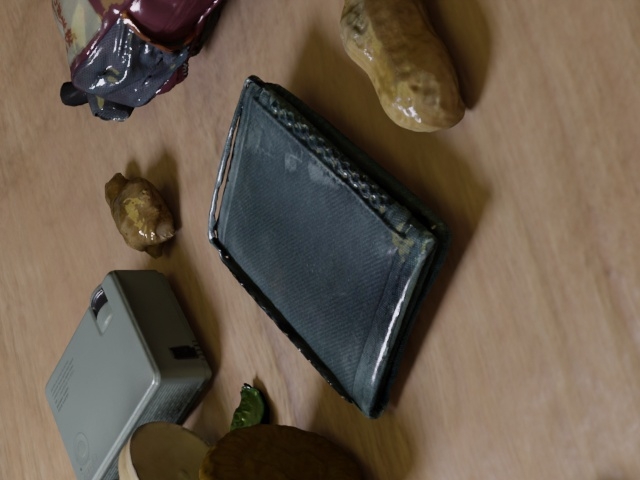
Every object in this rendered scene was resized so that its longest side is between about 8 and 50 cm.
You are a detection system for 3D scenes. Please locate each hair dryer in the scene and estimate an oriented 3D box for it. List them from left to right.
[{"bbox_3d":[-0.328,-0.258,1.711,0.271,0.091,0.236,-20,64,52],"label":"hair dryer"}]

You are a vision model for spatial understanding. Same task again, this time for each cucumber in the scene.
[{"bbox_3d":[-0.091,0.280,1.412,0.046,0.070,0.220,3,93,21],"label":"cucumber"}]

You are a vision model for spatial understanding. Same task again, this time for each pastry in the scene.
[{"bbox_3d":[-0.046,0.278,1.262,0.188,0.188,0.103,38,124,44],"label":"pastry"}]

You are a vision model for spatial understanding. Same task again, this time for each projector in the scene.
[{"bbox_3d":[-0.255,0.184,1.585,0.257,0.099,0.192,-56,50,33],"label":"projector"}]

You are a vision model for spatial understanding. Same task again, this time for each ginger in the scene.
[{"bbox_3d":[-0.250,-0.050,1.609,0.165,0.067,0.096,46,144,41],"label":"ginger"}]

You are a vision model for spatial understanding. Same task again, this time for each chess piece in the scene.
[{"bbox_3d":[-0.241,0.357,1.544,0.307,0.138,0.124,-47,39,42],"label":"chess piece"}]

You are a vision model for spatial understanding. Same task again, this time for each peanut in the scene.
[{"bbox_3d":[0.078,-0.195,1.210,0.099,0.099,0.214,-45,62,40],"label":"peanut"}]

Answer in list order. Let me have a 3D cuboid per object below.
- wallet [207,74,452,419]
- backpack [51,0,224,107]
[{"bbox_3d":[0.000,0.000,1.306,0.342,0.075,0.237,44,127,40],"label":"wallet"},{"bbox_3d":[-0.199,-0.356,1.465,0.317,0.197,0.283,-45,55,32],"label":"backpack"}]
